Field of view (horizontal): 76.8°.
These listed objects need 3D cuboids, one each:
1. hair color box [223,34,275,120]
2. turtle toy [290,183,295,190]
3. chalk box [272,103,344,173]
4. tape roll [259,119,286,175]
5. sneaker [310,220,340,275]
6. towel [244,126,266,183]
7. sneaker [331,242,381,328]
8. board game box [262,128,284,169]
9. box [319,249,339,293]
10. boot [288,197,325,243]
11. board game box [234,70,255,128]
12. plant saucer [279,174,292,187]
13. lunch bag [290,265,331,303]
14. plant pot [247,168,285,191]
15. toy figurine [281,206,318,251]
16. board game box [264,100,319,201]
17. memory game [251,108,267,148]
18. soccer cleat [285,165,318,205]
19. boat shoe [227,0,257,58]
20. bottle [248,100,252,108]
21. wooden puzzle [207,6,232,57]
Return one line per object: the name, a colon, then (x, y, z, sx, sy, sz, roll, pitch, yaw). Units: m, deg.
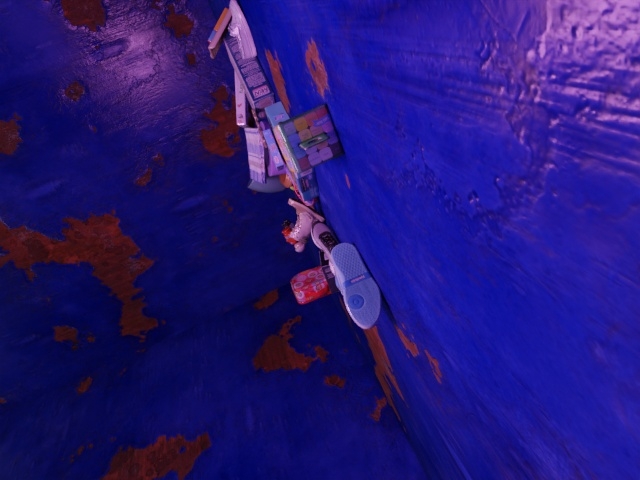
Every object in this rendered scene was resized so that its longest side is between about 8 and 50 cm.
hair color box: (-0.318, -0.752, 1.848, 0.174, 0.105, 0.348, 95, 151, -80)
turtle toy: (-0.148, -0.331, 2.247, 0.130, 0.066, 0.095, 74, 171, -56)
chalk box: (-0.032, -0.255, 1.022, 0.213, 0.132, 0.132, -136, 23, -74)
tape roll: (-0.239, -0.470, 2.051, 0.274, 0.090, 0.275, 168, 90, -75)
sneaker: (0.050, 0.026, 1.746, 0.272, 0.100, 0.108, 59, 164, 13)
towel: (-0.344, -0.449, 2.118, 0.209, 0.034, 0.286, 30, 127, 55)
sneaker: (0.131, 0.184, 1.413, 0.208, 0.126, 0.319, 77, 177, -57)
board game box: (-0.207, -0.397, 1.797, 0.211, 0.039, 0.160, -130, 18, -84)
box: (0.063, 0.133, 1.892, 0.156, 0.093, 0.159, -98, -11, -61)
boot: (-0.097, -0.087, 1.856, 0.213, 0.165, 0.077, 31, -171, -37)
board game box: (-0.404, -0.762, 2.163, 0.193, 0.053, 0.306, -55, -35, -80)
plant saucer: (-0.190, -0.385, 2.177, 0.200, 0.037, 0.200, 174, 90, -68)
lunch bag: (-0.021, 0.259, 2.387, 0.258, 0.292, 0.120, -125, 17, -69)
plant pot: (-0.278, -0.396, 2.378, 0.195, 0.291, 0.290, 27, -173, -16)
toy figurine: (-0.082, -0.062, 2.032, 0.148, 0.213, 0.209, 50, -177, -19)
board game box: (-0.117, -0.367, 1.691, 0.254, 0.079, 0.336, 77, 168, -64)
memory game: (-0.277, -0.505, 1.823, 0.186, 0.012, 0.186, 160, 90, -87)
soccer cleat: (-0.095, -0.263, 1.820, 0.248, 0.083, 0.095, 60, -158, 16)
boat shoe: (-0.334, -0.859, 1.658, 0.079, 0.081, 0.228, -120, 7, -49)
bottle: (-0.331, -0.745, 2.088, 0.283, 0.092, 0.118, 90, 159, -78)
wooden puzzle: (-0.442, -0.935, 1.794, 0.044, 0.221, 0.239, 29, -174, -20)
